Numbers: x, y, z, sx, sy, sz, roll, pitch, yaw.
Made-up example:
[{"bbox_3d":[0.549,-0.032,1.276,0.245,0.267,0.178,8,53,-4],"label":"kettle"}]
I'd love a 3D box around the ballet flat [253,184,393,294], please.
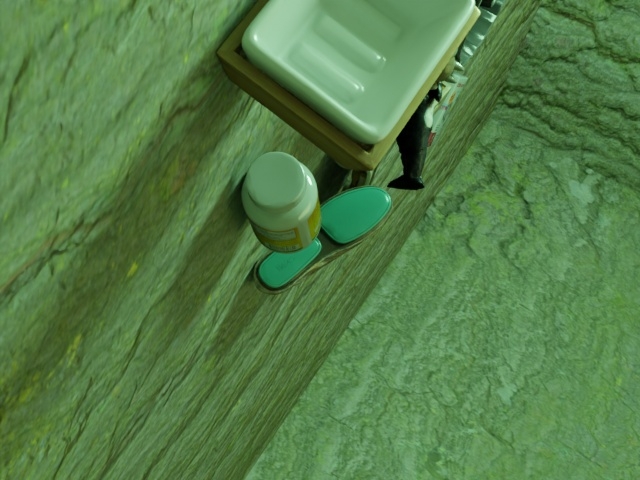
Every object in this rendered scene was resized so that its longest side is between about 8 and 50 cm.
[{"bbox_3d":[0.000,0.000,1.814,0.316,0.107,0.106,-32,168,-14],"label":"ballet flat"}]

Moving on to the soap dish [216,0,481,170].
[{"bbox_3d":[0.036,-0.248,1.169,0.291,0.229,0.118,-56,-175,-25],"label":"soap dish"}]

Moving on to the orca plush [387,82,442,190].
[{"bbox_3d":[0.155,-0.246,1.854,0.151,0.102,0.287,-150,-111,-65],"label":"orca plush"}]

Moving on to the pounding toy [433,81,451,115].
[{"bbox_3d":[0.202,-0.329,1.998,0.141,0.130,0.100,-48,171,-34],"label":"pounding toy"}]

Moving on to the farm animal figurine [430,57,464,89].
[{"bbox_3d":[0.176,-0.351,1.652,0.327,0.172,0.330,-47,163,-52],"label":"farm animal figurine"}]

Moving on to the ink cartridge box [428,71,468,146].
[{"bbox_3d":[0.232,-0.318,2.124,0.176,0.127,0.128,-65,168,16],"label":"ink cartridge box"}]

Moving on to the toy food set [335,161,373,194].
[{"bbox_3d":[0.067,-0.148,1.958,0.306,0.092,0.220,108,3,-50],"label":"toy food set"}]

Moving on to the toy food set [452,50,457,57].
[{"bbox_3d":[0.139,-0.343,1.428,0.104,0.111,0.232,-43,126,-55],"label":"toy food set"}]

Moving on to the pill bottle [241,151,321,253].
[{"bbox_3d":[-0.060,-0.060,1.456,0.117,0.117,0.208,-59,169,-12],"label":"pill bottle"}]

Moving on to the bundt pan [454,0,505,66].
[{"bbox_3d":[0.313,-0.534,1.953,0.331,0.124,0.331,-57,170,-17],"label":"bundt pan"}]
